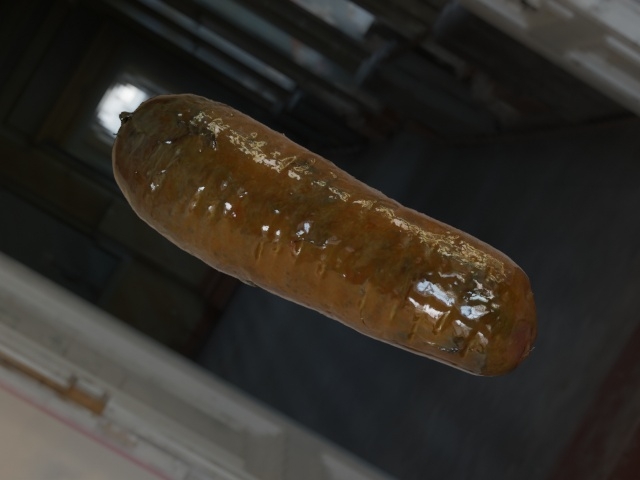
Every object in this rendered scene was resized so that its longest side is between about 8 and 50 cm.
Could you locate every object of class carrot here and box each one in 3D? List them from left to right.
[{"bbox_3d":[0.000,0.000,0.572,0.060,0.186,0.060,-51,-20,-27],"label":"carrot"}]
